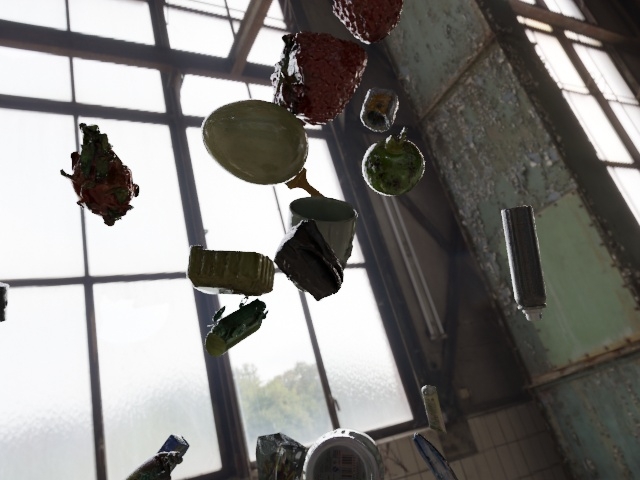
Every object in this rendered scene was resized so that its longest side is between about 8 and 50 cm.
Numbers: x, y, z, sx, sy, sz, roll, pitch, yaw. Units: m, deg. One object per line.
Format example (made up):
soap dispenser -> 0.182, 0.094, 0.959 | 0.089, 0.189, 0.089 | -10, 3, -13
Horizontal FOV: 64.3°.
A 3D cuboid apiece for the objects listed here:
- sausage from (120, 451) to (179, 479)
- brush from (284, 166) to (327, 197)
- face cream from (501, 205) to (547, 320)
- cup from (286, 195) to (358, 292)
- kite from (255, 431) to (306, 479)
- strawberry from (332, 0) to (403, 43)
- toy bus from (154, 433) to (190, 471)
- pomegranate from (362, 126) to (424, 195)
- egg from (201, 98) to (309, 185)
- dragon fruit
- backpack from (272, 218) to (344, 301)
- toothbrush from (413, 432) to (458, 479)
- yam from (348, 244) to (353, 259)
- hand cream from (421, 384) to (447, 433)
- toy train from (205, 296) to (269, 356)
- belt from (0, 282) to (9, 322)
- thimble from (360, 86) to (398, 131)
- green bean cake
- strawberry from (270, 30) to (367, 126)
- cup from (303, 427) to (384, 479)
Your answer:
sausage -> -0.377, 0.491, 0.868 | 0.371, 0.082, 0.082 | -42, -27, 1
brush -> -0.036, -0.190, 1.918 | 0.103, 0.272, 0.013 | -51, -15, 6
face cream -> 0.506, 0.056, 1.257 | 0.073, 0.284, 0.073 | -8, -3, 0
cup -> 0.000, 0.000, 1.428 | 0.186, 0.258, 0.234 | 8, -63, 4
kite -> -0.083, 0.453, 0.856 | 0.015, 0.245, 0.141 | 22, -23, -35
strawberry -> 0.159, -0.672, 1.521 | 0.233, 0.178, 0.234 | -7, -19, -3
toy bus -> -0.389, 0.552, 1.251 | 0.153, 0.051, 0.061 | -52, -43, -10
pomegranate -> 0.245, -0.269, 1.706 | 0.210, 0.211, 0.263 | -12, -43, -8
egg -> -0.143, -0.219, 1.136 | 0.253, 0.189, 0.188 | 6, -32, -36
dragon fruit -> -0.621, -0.182, 1.441 | 0.198, 0.200, 0.269 | -22, -33, -32
backpack -> -0.024, 0.050, 1.084 | 0.105, 0.165, 0.120 | -25, 15, 29
toothbrush -> 0.271, 0.499, 0.956 | 0.042, 0.413, 0.035 | -5, 34, 50
yam -> 0.022, -0.013, 2.074 | 0.131, 0.279, 0.131 | -11, -65, -24
hand cream -> 0.316, 0.469, 1.414 | 0.039, 0.143, 0.061 | -27, 19, -39
toy train -> -0.316, 0.309, 1.897 | 0.189, 0.126, 0.307 | -51, -11, 25
belt -> -0.833, 0.131, 1.235 | 0.218, 0.129, 0.122 | -2, -5, 43
thimble -> 0.230, -0.509, 1.971 | 0.127, 0.118, 0.151 | 14, -17, 14
green bean cake -> -0.272, 0.102, 1.569 | 0.236, 0.124, 0.233 | 2, -14, 10
strawberry -> -0.001, -0.408, 1.300 | 0.257, 0.261, 0.261 | 7, -32, -25
cup -> 0.071, 0.696, 1.541 | 0.253, 0.253, 0.371 | -16, -23, -1
